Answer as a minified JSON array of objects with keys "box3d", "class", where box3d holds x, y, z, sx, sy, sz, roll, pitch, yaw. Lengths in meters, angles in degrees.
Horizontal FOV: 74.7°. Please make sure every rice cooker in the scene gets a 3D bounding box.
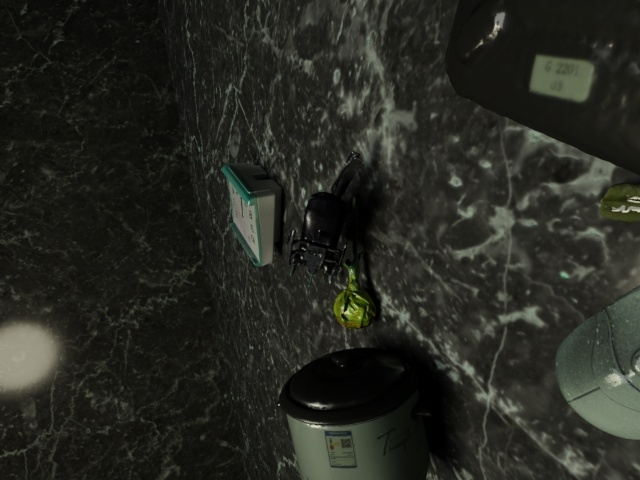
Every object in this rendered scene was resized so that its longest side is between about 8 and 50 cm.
[{"box3d":[0.060,0.298,0.711,0.280,0.241,0.227,-8,98,29],"class":"rice cooker"}]

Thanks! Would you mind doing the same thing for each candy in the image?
[{"box3d":[0.066,0.042,0.811,0.073,0.077,0.262,-163,72,-79],"class":"candy"}]

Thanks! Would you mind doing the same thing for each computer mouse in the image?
[{"box3d":[0.285,0.106,0.361,0.113,0.068,0.229,62,149,30],"class":"computer mouse"}]

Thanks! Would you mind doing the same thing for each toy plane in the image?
[{"box3d":[0.000,0.000,0.826,0.382,0.106,0.155,101,-177,-57],"class":"toy plane"}]

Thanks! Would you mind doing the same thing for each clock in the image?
[{"box3d":[-0.196,-0.089,1.256,0.262,0.116,0.231,-131,34,-49],"class":"clock"}]

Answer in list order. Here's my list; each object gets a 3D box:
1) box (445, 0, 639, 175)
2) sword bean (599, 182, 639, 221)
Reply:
[{"box3d":[0.247,-0.235,0.290,0.359,0.091,0.350,-129,38,-49],"class":"box"},{"box3d":[0.324,-0.006,0.277,0.269,0.038,0.043,31,117,59],"class":"sword bean"}]
